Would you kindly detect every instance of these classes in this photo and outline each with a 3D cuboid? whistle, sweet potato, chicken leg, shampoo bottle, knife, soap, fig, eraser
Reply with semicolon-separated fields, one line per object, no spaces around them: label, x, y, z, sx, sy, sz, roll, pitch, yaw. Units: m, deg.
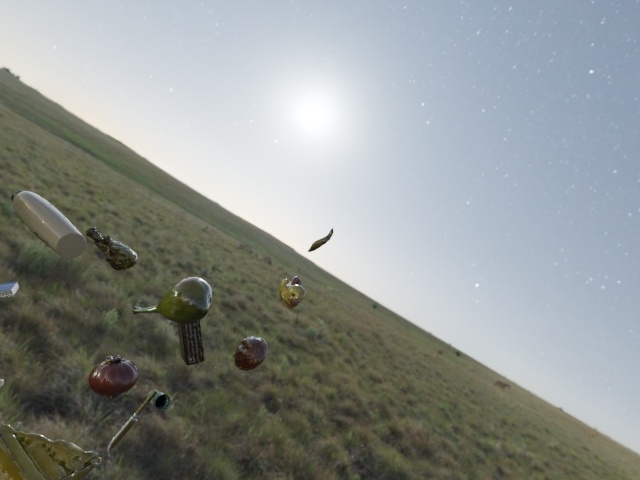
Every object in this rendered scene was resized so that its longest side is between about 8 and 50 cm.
whistle;-0.680;0.664;1.696;0.062;0.062;0.312;32;-28;-16
sweet potato;0.004;0.004;1.786;0.041;0.153;0.038;51;2;31
chicken leg;-0.592;0.018;1.135;0.178;0.070;0.093;36;-20;16
shampoo bottle;-0.692;-0.052;1.016;0.256;0.078;0.127;34;-27;24
knife;-0.711;0.686;1.541;0.022;0.256;0.046;26;-30;20
soap;-1.116;0.860;1.636;0.339;0.169;0.304;45;6;11
fig;-0.484;0.196;1.305;0.259;0.152;0.151;-4;0;-6
eraser;-1.013;0.158;1.281;0.084;0.027;0.063;-6;22;-20

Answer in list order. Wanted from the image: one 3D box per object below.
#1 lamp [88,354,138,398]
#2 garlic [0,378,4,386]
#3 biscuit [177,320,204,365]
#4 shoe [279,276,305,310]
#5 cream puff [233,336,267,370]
lamp;-0.459;0.302;0.902;0.101;0.090;0.101;3;-1;0
garlic;-0.934;0.441;1.097;0.199;0.199;0.226;31;11;-3
biscuit;-0.484;0.323;1.494;0.070;0.252;0.106;-9;8;-30
shoe;-0.077;0.135;1.080;0.072;0.069;0.109;38;4;2
cream puff;-0.279;0.435;1.581;0.084;0.149;0.149;58;-15;-25
